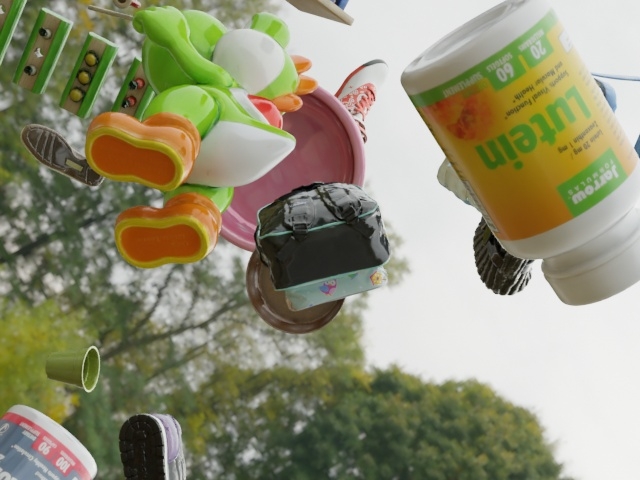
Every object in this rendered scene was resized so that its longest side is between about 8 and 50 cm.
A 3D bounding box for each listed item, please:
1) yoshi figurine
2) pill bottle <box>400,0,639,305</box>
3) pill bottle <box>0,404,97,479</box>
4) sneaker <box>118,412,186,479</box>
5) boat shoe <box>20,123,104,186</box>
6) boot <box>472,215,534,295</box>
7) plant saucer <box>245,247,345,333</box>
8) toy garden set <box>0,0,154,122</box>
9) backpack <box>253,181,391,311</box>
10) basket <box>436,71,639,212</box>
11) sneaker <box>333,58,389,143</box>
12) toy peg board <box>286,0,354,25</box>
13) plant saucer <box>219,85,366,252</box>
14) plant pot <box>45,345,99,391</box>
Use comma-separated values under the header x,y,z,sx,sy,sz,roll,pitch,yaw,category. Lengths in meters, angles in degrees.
x,y,z,sx,sy,sz,roll,pitch,yaw,category
-0.145,-0.138,1.084,0.203,0.362,0.203,40,-53,-13,yoshi figurine
0.185,-0.071,0.861,0.245,0.136,0.136,56,-16,-13,pill bottle
-0.305,0.254,0.956,0.108,0.180,0.108,26,-32,18,pill bottle
-0.261,0.431,1.711,0.124,0.107,0.283,21,67,-68,sneaker
-0.524,-0.167,2.043,0.190,0.068,0.072,40,-15,-33,boat shoe
0.377,-0.092,1.919,0.131,0.348,0.260,15,-25,7,boot
-0.034,0.062,1.599,0.168,0.168,0.029,58,15,9,plant saucer
-0.317,-0.269,1.324,0.244,0.203,0.049,27,17,-4,toy garden set
0.000,0.000,1.329,0.188,0.166,0.144,-115,-172,-66,backpack
0.327,-0.117,1.418,0.201,0.289,0.254,41,-58,57,basket
0.077,-0.272,2.222,0.145,0.270,0.090,44,-11,39,sneaker
-0.024,-0.483,1.901,0.161,0.079,0.161,26,2,-45,toy peg board
-0.077,-0.139,1.896,0.332,0.332,0.084,61,11,2,plant saucer
-0.454,0.231,1.864,0.083,0.079,0.083,4,90,-80,plant pot
